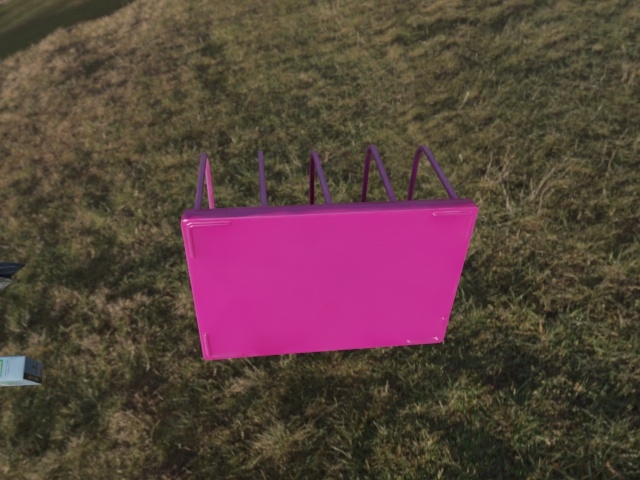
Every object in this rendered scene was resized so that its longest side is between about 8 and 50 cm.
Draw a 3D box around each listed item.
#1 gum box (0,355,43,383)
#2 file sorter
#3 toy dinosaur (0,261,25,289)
[{"bbox_3d":[-0.586,0.224,0.852,0.184,0.157,0.041,2,72,-18],"label":"gum box"},{"bbox_3d":[0.000,0.000,0.614,0.290,0.202,0.182,-3,38,-7],"label":"file sorter"},{"bbox_3d":[-0.415,0.002,0.453,0.322,0.218,0.164,-49,27,-11],"label":"toy dinosaur"}]
